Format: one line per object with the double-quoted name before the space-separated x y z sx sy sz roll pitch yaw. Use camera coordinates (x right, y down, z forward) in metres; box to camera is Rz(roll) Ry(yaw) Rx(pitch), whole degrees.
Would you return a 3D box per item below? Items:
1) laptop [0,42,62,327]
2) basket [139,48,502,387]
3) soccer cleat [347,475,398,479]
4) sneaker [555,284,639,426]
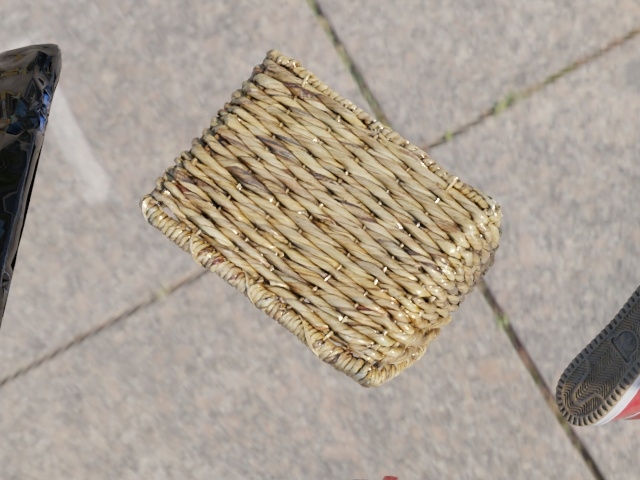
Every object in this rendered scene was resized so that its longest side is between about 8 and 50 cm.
"laptop" -0.164 0.092 0.379 0.234 0.136 0.264 -17 33 8
"basket" 0.000 0.000 1.425 0.299 0.213 0.223 36 77 12
"soccer cleat" 0.071 0.204 0.784 0.068 0.076 0.196 -21 43 -40
"sneaker" 0.170 0.046 0.671 0.118 0.067 0.042 -47 55 32
